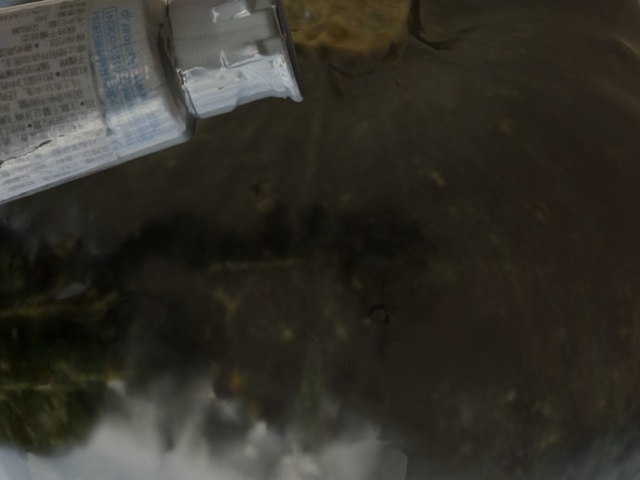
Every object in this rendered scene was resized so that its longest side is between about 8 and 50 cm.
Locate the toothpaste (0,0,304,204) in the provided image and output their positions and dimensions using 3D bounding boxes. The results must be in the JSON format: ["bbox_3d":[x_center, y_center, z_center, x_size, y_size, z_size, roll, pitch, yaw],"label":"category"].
[{"bbox_3d":[-0.125,-0.047,0.679,0.057,0.234,0.089,40,-144,-84],"label":"toothpaste"}]

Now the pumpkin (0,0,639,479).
[{"bbox_3d":[0.000,0.000,1.009,0.454,0.344,0.454,5,-135,-5],"label":"pumpkin"}]
